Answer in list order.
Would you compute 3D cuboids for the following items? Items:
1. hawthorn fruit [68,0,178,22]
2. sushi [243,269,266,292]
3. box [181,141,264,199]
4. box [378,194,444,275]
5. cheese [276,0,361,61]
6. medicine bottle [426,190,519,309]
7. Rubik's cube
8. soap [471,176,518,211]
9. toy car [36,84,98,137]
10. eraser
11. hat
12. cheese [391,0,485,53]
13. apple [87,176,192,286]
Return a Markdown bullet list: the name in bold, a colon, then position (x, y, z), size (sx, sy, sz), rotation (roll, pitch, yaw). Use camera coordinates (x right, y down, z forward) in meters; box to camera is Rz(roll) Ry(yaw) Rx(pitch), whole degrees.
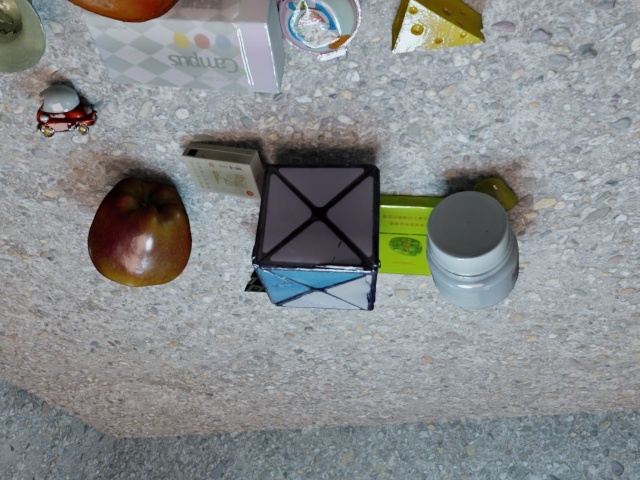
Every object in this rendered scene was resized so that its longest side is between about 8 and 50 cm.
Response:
- **hawthorn fruit**: position (-0.329, -0.510, 0.969), size (0.300, 0.275, 0.275), rotation (17, 144, -36)
- **sushi**: position (-0.114, 0.109, 1.733), size (0.192, 0.279, 0.043), rotation (2, 115, 3)
- **box**: position (-0.251, -0.183, 1.505), size (0.201, 0.058, 0.141), rotation (10, 145, 19)
- **box**: position (0.259, -0.006, 1.708), size (0.187, 0.047, 0.335), rotation (2, 142, 4)
- **cheese**: position (-0.022, -0.477, 1.112), size (0.189, 0.074, 0.286), rotation (-9, 139, 17)
- **medicine bottle**: position (0.409, 0.029, 1.540), size (0.245, 0.245, 0.306), rotation (-7, 151, 16)
- **Rubik's cube**: position (0.000, 0.000, 1.491), size (0.305, 0.310, 0.307), rotation (1, 155, 4)
- **soap**: position (0.471, -0.118, 1.533), size (0.089, 0.045, 0.140), rotation (-28, 131, 33)
- **toy car**: position (-0.624, -0.324, 1.385), size (0.139, 0.112, 0.112), rotation (-1, 127, -7)
- **eraser**: position (-0.278, -0.421, 1.171), size (0.397, 0.082, 0.213), rotation (7, 145, 12)
- **hat**: position (-0.664, -0.482, 1.148), size (0.257, 0.130, 0.257), rotation (4, 142, 3)
- **cheese**: position (0.239, -0.430, 1.120), size (0.171, 0.093, 0.126), rotation (9, 142, -6)
- **apple**: position (-0.513, -0.015, 1.627), size (0.288, 0.288, 0.317), rotation (15, 129, -11)
